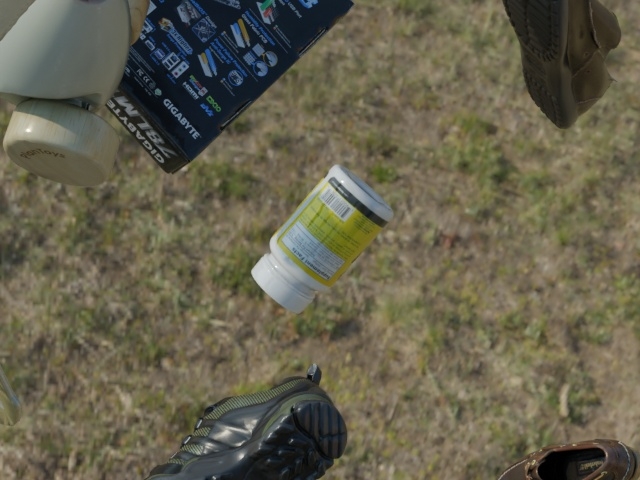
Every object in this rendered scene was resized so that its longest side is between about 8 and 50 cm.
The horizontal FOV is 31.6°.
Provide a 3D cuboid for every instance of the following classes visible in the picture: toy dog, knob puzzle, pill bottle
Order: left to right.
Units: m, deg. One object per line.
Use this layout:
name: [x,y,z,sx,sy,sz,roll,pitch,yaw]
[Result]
knob puzzle: [-0.420,0.152,1.385,0.213,0.213,0.030,35,57,23]
toy dog: [-0.206,-0.170,0.753,0.161,0.333,0.220,10,51,-5]
pill bottle: [0.000,0.000,1.679,0.119,0.208,0.119,40,10,-8]

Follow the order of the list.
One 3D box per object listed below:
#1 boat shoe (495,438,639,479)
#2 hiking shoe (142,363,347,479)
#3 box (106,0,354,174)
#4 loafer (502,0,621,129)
boat shoe: [0.289,0.285,1.390,0.073,0.207,0.073,15,57,-39]
hiking shoe: [-0.082,0.191,0.948,0.227,0.086,0.114,-30,19,3]
box: [-0.155,-0.275,1.230,0.295,0.073,0.293,48,61,-12]
loafer: [0.351,-0.308,1.610,0.130,0.366,0.133,-35,62,-4]
